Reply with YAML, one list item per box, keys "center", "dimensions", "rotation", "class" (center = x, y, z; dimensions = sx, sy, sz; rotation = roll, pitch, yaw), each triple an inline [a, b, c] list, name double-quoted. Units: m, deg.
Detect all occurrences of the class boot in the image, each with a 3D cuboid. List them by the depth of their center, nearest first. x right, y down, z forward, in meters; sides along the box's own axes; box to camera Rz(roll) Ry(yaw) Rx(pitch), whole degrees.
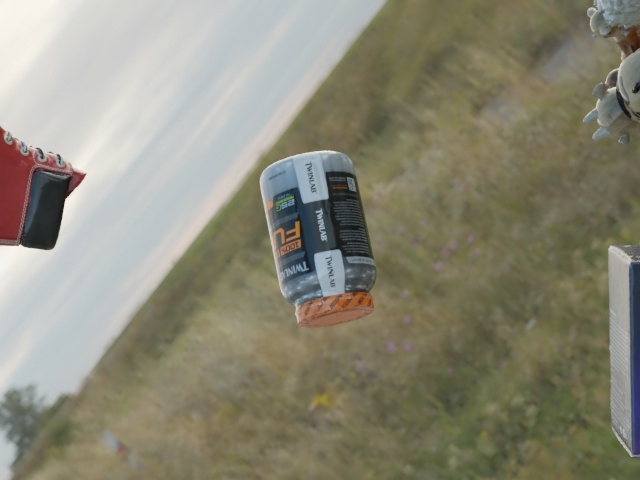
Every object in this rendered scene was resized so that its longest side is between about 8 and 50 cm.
- center: [-0.310, -0.110, 1.305]
  dimensions: [0.088, 0.176, 0.244]
  rotation: [168, 99, -70]
  class: "boot"

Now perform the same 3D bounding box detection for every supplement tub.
- center: [0.000, 0.000, 1.650]
  dimensions: [0.117, 0.190, 0.117]
  rotation: [-11, -15, -3]
  class: "supplement tub"

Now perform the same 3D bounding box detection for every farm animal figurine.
- center: [0.434, -0.166, 1.781]
  dimensions: [0.172, 0.330, 0.327]
  rotation: [-31, -24, 3]
  class: "farm animal figurine"

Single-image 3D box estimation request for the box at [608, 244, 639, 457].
- center: [0.382, 0.108, 1.444]
  dimensions: [0.108, 0.153, 0.207]
  rotation: [-90, -4, -81]
  class: "box"
